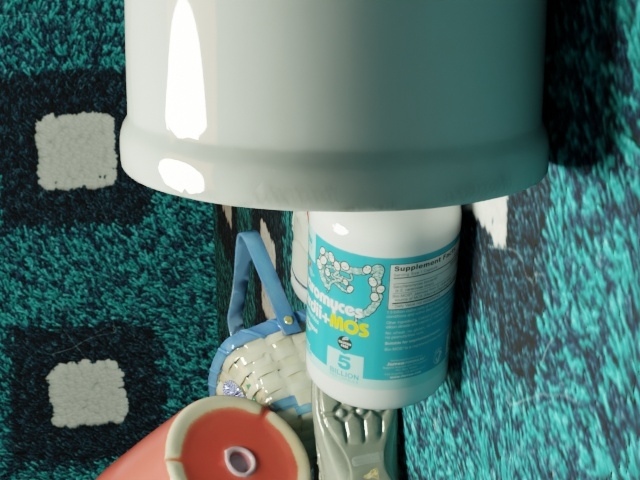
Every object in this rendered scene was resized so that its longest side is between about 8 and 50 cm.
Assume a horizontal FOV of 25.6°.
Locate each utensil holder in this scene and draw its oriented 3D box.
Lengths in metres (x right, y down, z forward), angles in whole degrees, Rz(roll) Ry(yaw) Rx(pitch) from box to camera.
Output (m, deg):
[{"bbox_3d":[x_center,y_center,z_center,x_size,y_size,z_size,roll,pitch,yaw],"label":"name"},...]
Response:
[{"bbox_3d":[0.014,-0.244,1.032,0.327,0.328,0.385,-127,37,-72],"label":"utensil holder"}]

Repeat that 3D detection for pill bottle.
[{"bbox_3d":[0.060,0.021,1.357,0.146,0.146,0.264,-110,19,-58],"label":"pill bottle"}]

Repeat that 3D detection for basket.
[{"bbox_3d":[-0.062,0.158,1.942,0.255,0.201,0.289,97,155,-53],"label":"basket"}]

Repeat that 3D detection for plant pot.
[{"bbox_3d":[-0.146,0.337,1.791,0.243,0.275,0.275,-55,37,45],"label":"plant pot"}]

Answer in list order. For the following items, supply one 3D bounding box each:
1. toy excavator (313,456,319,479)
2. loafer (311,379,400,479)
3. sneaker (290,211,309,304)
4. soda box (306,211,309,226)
[{"bbox_3d":[-0.006,0.548,1.862,0.433,0.222,0.445,106,167,-62],"label":"toy excavator"},{"bbox_3d":[0.040,0.253,1.671,0.111,0.112,0.319,141,124,-68],"label":"loafer"},{"bbox_3d":[0.000,0.000,1.836,0.258,0.094,0.091,-109,13,-58],"label":"sneaker"},{"bbox_3d":[0.035,-0.051,1.613,0.091,0.098,0.286,114,150,-70],"label":"soda box"}]
